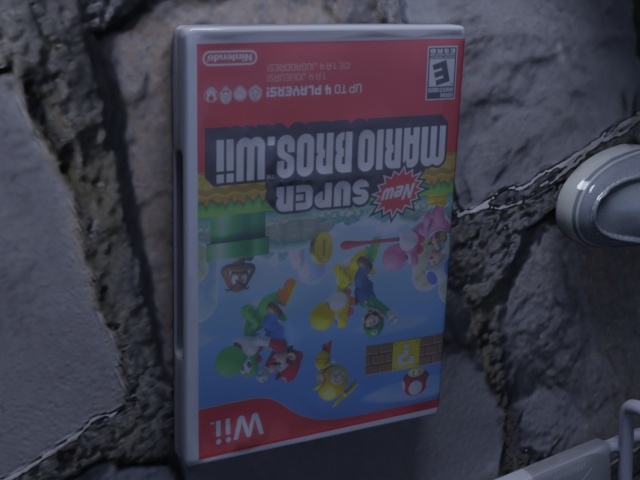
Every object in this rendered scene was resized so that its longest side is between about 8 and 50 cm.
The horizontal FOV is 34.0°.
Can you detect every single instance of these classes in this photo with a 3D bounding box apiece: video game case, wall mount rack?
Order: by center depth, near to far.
[{"bbox_3d":[0.000,0.000,0.701,0.204,0.025,0.285,-7,108,-28],"label":"video game case"},{"bbox_3d":[0.200,0.303,0.844,0.350,0.130,0.304,-16,112,-24],"label":"wall mount rack"}]

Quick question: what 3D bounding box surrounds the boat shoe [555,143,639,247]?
[{"bbox_3d":[0.291,-0.034,0.821,0.227,0.081,0.079,-8,109,-28],"label":"boat shoe"}]
